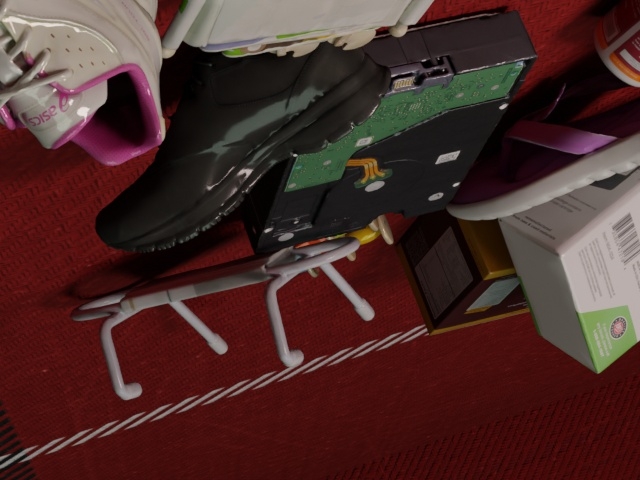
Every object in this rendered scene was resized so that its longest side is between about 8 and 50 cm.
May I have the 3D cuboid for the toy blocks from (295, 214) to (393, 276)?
[{"bbox_3d":[0.000,0.000,1.711,0.148,0.054,0.123,-24,161,11],"label":"toy blocks"}]

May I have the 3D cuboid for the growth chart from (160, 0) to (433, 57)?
[{"bbox_3d":[-0.008,-0.173,1.099,0.237,0.021,0.172,-10,168,-27],"label":"growth chart"}]

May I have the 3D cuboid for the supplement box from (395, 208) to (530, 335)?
[{"bbox_3d":[0.229,0.008,1.843,0.191,0.129,0.194,-11,159,-25],"label":"supplement box"}]

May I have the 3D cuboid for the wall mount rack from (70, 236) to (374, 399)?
[{"bbox_3d":[-0.092,0.084,1.679,0.350,0.131,0.304,-13,-174,20],"label":"wall mount rack"}]

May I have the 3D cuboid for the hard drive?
[{"bbox_3d":[0.056,-0.102,1.481,0.236,0.064,0.339,-14,160,-16],"label":"hard drive"}]

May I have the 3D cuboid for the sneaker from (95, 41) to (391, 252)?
[{"bbox_3d":[-0.085,-0.100,1.253,0.286,0.130,0.109,-36,-162,5],"label":"sneaker"}]

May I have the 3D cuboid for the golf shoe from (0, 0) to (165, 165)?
[{"bbox_3d":[-0.182,-0.134,0.845,0.115,0.140,0.306,-26,158,23],"label":"golf shoe"}]

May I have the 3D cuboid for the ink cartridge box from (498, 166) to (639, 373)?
[{"bbox_3d":[0.361,-0.013,1.694,0.273,0.115,0.198,-36,128,-16],"label":"ink cartridge box"}]

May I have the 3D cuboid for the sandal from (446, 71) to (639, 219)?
[{"bbox_3d":[0.298,-0.133,1.572,0.416,0.102,0.169,-20,-165,38],"label":"sandal"}]

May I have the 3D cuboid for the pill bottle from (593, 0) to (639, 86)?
[{"bbox_3d":[0.341,-0.221,1.411,0.086,0.086,0.152,-5,156,-37],"label":"pill bottle"}]
